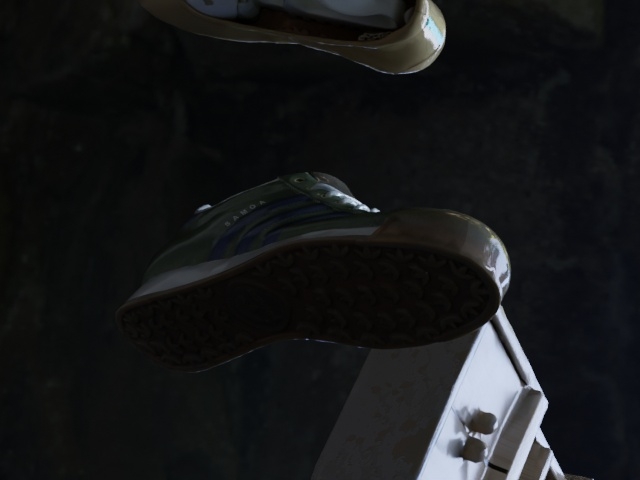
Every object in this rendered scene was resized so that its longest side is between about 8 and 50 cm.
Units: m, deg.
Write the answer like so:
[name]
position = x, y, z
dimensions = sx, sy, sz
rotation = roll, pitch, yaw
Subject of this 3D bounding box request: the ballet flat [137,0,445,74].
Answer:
[ballet flat]
position = -0.027, -0.174, 0.948
dimensions = 0.232, 0.073, 0.080
rotation = 13, -100, 13

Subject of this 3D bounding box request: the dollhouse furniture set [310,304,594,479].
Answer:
[dollhouse furniture set]
position = 0.233, 0.182, 0.844
dimensions = 0.394, 0.256, 0.362
rotation = 5, -127, 33

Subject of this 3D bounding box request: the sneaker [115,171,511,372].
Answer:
[sneaker]
position = 0.000, 0.000, 0.591
dimensions = 0.192, 0.064, 0.086
rotation = -12, -143, 37
